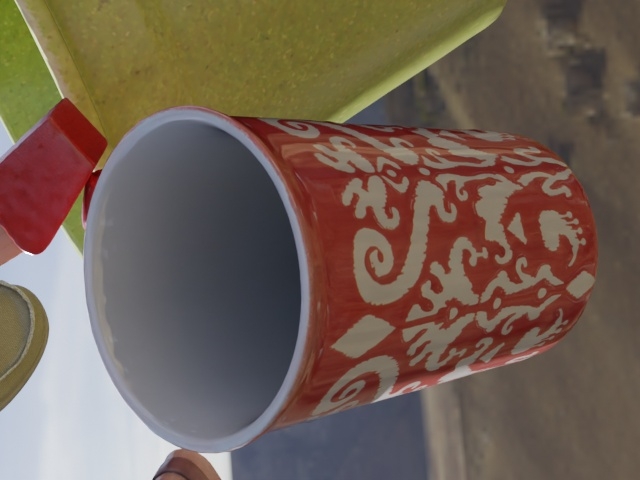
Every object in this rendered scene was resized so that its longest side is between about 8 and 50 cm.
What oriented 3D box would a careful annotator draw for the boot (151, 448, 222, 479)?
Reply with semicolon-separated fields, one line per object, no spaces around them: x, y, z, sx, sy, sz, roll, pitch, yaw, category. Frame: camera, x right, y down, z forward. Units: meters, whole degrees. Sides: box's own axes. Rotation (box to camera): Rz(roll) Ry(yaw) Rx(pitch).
-0.061;0.113;0.648;0.087;0.042;0.118;-77;-28;-53;boot

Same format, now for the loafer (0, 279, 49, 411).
-0.327;0.117;1.330;0.102;0.268;0.092;46;154;12;loafer

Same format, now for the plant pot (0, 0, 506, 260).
-0.050;-0.143;0.876;0.276;0.254;0.276;57;164;25;plant pot

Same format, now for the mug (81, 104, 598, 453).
0.006;-0.005;0.615;0.150;0.169;0.113;52;127;28;mug

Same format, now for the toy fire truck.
-0.188;-0.007;0.622;0.135;0.192;0.047;43;-169;-11;toy fire truck
